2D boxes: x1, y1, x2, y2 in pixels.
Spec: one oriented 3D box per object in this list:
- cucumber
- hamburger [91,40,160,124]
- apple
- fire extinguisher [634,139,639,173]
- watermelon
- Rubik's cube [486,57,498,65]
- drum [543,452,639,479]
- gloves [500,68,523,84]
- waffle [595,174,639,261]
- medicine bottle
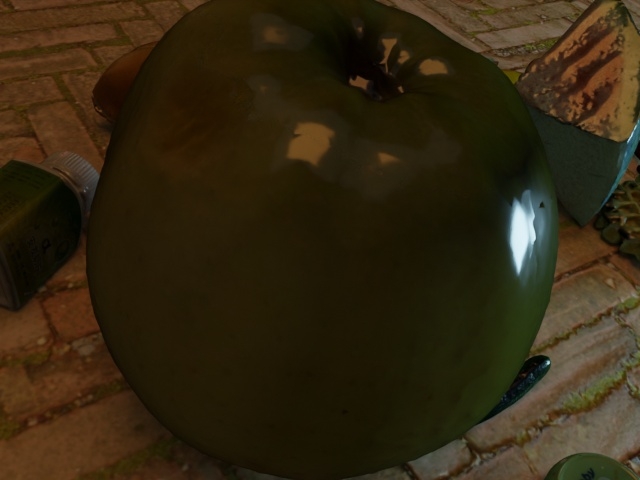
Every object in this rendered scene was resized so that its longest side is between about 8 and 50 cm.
[{"bbox_3d":[0.216,0.187,0.725,0.184,0.033,0.036,-23,72,-27],"label":"cucumber"},{"bbox_3d":[-0.228,-0.246,0.977,0.283,0.157,0.144,5,46,-9],"label":"hamburger"},{"bbox_3d":[0.000,0.000,0.592,0.473,0.474,0.474,5,46,-5],"label":"apple"},{"bbox_3d":[0.619,-0.124,1.102,0.049,0.035,0.173,2,43,-14],"label":"fire extinguisher"},{"bbox_3d":[0.393,-0.220,0.997,0.258,0.228,0.387,0,77,14],"label":"watermelon"},{"bbox_3d":[0.334,-0.332,1.214,0.084,0.073,0.075,25,36,-52],"label":"Rubik's cube"},{"bbox_3d":[0.345,0.320,0.608,0.253,0.049,0.130,34,50,21],"label":"drum"},{"bbox_3d":[0.345,-0.249,1.135,0.294,0.116,0.133,-22,50,-21],"label":"gloves"},{"bbox_3d":[0.566,-0.026,0.981,0.214,0.054,0.208,-31,56,-30],"label":"waffle"},{"bbox_3d":[-0.365,-0.028,0.754,0.088,0.132,0.188,19,46,10],"label":"medicine bottle"}]
